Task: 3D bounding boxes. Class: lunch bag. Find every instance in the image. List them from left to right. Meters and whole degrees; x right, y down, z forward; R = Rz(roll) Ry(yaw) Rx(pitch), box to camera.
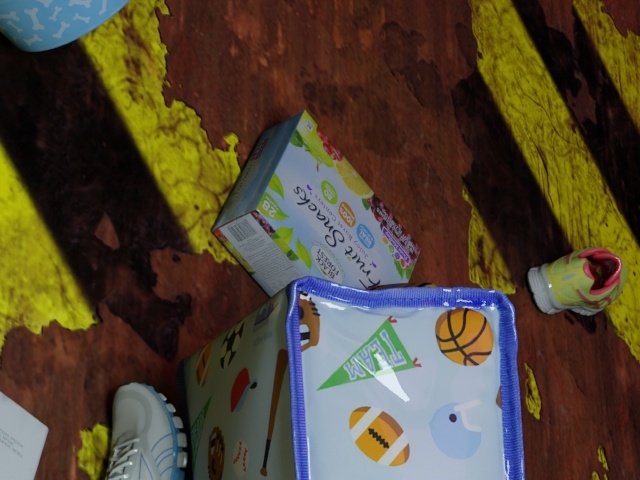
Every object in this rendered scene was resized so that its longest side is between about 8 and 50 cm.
[{"bbox_3d":[0.028,0.254,1.550,0.239,0.328,0.385,3,73,-17],"label":"lunch bag"}]

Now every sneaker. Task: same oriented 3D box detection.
[{"bbox_3d":[-0.159,0.208,1.599,0.083,0.071,0.191,11,60,-44],"label":"sneaker"},{"bbox_3d":[0.343,0.045,2.358,0.208,0.094,0.081,-13,79,-57],"label":"sneaker"}]

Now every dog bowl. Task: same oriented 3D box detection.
[{"bbox_3d":[-0.219,-0.280,1.754,0.074,0.166,0.297,59,32,-30],"label":"dog bowl"}]

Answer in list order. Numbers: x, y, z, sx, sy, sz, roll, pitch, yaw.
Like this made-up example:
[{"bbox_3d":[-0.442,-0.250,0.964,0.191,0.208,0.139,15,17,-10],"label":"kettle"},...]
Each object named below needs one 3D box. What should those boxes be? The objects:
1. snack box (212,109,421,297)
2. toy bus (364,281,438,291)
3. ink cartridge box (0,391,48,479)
[{"bbox_3d":[0.000,0.000,1.943,0.207,0.070,0.174,49,38,-20],"label":"snack box"},{"bbox_3d":[0.097,0.213,1.838,0.108,0.130,0.333,-20,99,-35],"label":"toy bus"},{"bbox_3d":[-0.298,0.188,1.366,0.127,0.128,0.176,42,40,-31],"label":"ink cartridge box"}]
